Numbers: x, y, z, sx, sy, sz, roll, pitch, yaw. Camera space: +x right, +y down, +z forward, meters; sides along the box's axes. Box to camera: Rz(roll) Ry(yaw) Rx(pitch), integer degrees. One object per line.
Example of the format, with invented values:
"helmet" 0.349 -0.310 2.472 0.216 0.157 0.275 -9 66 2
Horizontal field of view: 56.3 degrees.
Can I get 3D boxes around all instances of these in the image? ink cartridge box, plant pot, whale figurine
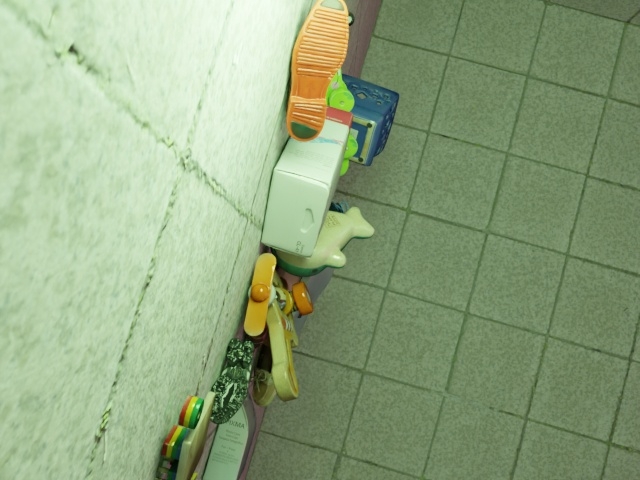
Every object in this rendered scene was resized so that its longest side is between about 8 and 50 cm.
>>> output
"ink cartridge box" -0.026 -0.147 1.397 0.306 0.131 0.226 -70 176 -49
"ink cartridge box" -0.209 0.466 1.671 0.308 0.091 0.385 96 11 -78
"plant pot" 0.120 -0.407 2.083 0.212 0.235 0.236 -61 169 -49
"whale figurine" 0.000 0.000 1.529 0.216 0.271 0.141 54 -32 30

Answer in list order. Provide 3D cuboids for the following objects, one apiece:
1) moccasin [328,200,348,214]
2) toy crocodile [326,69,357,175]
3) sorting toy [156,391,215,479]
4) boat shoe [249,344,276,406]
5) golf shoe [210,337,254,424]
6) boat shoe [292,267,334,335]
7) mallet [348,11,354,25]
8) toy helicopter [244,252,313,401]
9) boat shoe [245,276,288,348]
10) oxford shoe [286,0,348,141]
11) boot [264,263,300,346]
"moccasin" 0.029 -0.089 1.936 0.342 0.116 0.138 -120 -143 -58
"toy crocodile" 0.033 -0.328 1.606 0.115 0.105 0.341 -107 -173 -50
"sorting toy" -0.223 0.339 0.974 0.132 0.046 0.275 -69 174 -67
"boat shoe" -0.186 0.417 2.032 0.089 0.104 0.285 31 64 -48
"golf shoe" -0.188 0.312 1.289 0.094 0.077 0.198 103 4 -51
"boat shoe" -0.086 0.156 1.968 0.135 0.156 0.367 17 101 -60
"mallet" 0.055 -0.573 1.749 0.062 0.039 0.190 -75 -176 -67
"toy helicopter" -0.097 0.191 1.348 0.355 0.140 0.235 -103 173 -45
"boat shoe" -0.146 0.189 1.588 0.073 0.073 0.207 102 12 -51
"oxford shoe" -0.018 -0.329 1.126 0.098 0.096 0.272 -106 -151 -54
"boot" -0.122 0.183 1.832 0.204 0.095 0.262 -73 172 -48
